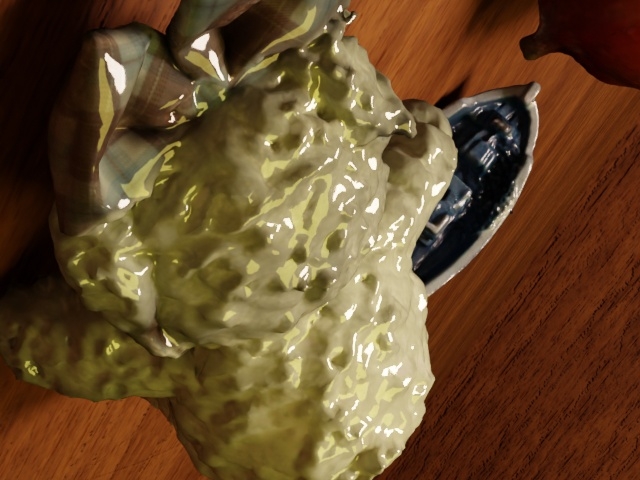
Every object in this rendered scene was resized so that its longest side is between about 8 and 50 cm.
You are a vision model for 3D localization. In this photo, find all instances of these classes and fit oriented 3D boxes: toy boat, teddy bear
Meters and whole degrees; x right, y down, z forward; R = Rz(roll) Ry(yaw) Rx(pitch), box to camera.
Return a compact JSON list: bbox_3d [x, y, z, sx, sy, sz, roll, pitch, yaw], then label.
[{"bbox_3d":[0.119,-0.039,1.289,0.309,0.129,0.142,-50,180,-6],"label":"toy boat"},{"bbox_3d":[-0.067,-0.026,0.818,0.327,0.362,0.375,-30,-153,-8],"label":"teddy bear"}]

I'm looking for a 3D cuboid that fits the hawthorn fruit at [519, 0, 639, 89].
[{"bbox_3d":[0.346,-0.266,1.168,0.311,0.295,0.295,-14,149,-26],"label":"hawthorn fruit"}]
